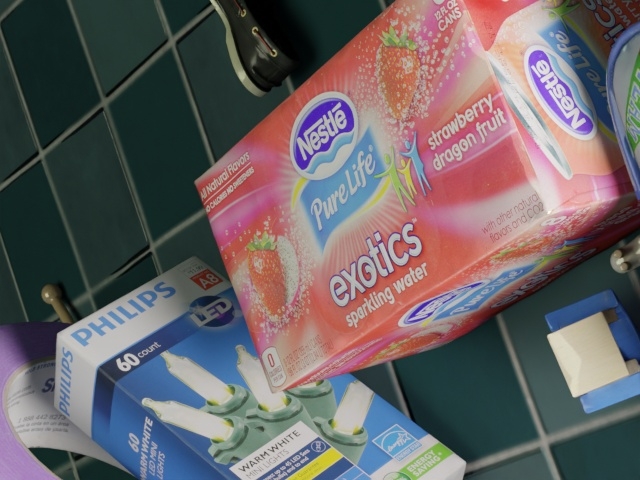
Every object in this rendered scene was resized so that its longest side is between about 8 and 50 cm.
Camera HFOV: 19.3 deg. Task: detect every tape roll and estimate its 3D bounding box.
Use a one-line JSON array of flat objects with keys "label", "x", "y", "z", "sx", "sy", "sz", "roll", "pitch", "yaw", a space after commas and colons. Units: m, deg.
[{"label": "tape roll", "x": -0.152, "y": 0.173, "z": 1.340, "sx": 0.275, "sy": 0.275, "sz": 0.090, "roll": 45, "pitch": 120, "yaw": 36}]

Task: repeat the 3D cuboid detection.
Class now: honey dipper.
[{"label": "honey dipper", "x": -0.199, "y": 0.095, "z": 1.603, "sx": 0.160, "sy": 0.030, "sz": 0.030, "roll": 55, "pitch": 139, "yaw": 31}]

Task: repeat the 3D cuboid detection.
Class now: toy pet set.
[{"label": "toy pet set", "x": 0.191, "y": 0.057, "z": 1.049, "sx": 0.114, "sy": 0.065, "sz": 0.122, "roll": -25, "pitch": 82, "yaw": 19}]

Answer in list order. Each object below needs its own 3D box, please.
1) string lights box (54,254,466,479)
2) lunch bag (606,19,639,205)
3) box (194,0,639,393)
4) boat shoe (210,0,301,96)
[{"label": "string lights box", "x": -0.046, "y": 0.130, "z": 1.265, "sx": 0.260, "sy": 0.133, "sz": 0.076, "roll": 36, "pitch": 138, "yaw": 28}, {"label": "lunch bag", "x": 0.273, "y": -0.029, "z": 0.845, "sx": 0.303, "sy": 0.115, "sz": 0.243, "roll": -24, "pitch": 84, "yaw": 53}, {"label": "box", "x": 0.069, "y": -0.038, "z": 1.091, "sx": 0.300, "sy": 0.142, "sz": 0.154, "roll": -36, "pitch": 71, "yaw": 53}, {"label": "boat shoe", "x": -0.051, "y": -0.164, "z": 1.304, "sx": 0.042, "sy": 0.049, "sz": 0.133, "roll": -35, "pitch": 63, "yaw": 24}]
